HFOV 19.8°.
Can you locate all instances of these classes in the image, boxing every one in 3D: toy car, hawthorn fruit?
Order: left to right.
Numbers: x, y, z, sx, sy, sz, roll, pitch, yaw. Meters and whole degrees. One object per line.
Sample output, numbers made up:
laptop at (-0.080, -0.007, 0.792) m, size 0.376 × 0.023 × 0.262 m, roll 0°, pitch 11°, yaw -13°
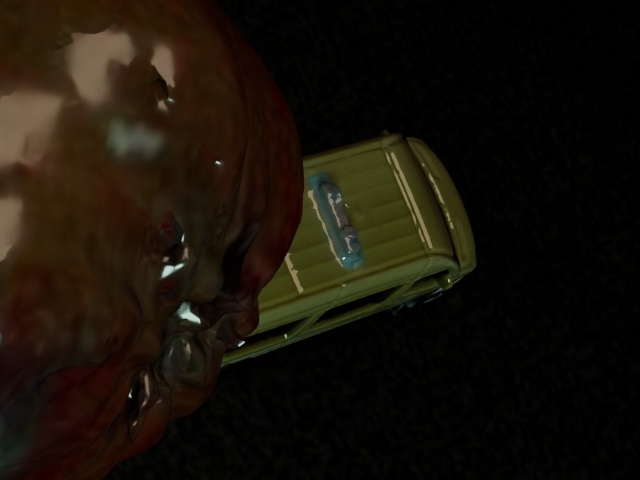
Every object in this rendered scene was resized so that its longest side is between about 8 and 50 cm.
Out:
hawthorn fruit at (-0.173, -0.032, 0.797) m, size 0.325 × 0.308 × 0.308 m, roll 41°, pitch 51°, yaw -4°
toy car at (0.000, 0.000, 1.031) m, size 0.256 × 0.124 × 0.101 m, roll -17°, pitch 83°, yaw -39°
